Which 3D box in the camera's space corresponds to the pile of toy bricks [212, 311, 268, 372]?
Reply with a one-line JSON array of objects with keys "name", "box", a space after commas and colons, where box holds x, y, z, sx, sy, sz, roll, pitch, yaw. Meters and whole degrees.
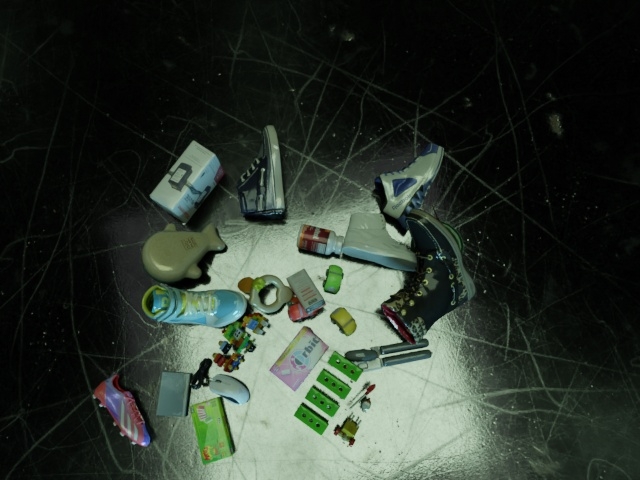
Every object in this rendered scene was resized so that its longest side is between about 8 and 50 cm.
[{"name": "pile of toy bricks", "box": [-0.280, 0.313, 1.569, 0.105, 0.118, 0.212, 32, 86, 39]}]

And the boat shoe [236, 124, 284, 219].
[{"name": "boat shoe", "box": [-0.218, -0.237, 1.679, 0.158, 0.127, 0.341, -5, 77, -8]}]

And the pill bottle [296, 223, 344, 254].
[{"name": "pill bottle", "box": [0.000, 0.000, 1.641, 0.151, 0.086, 0.086, 13, 77, 3]}]

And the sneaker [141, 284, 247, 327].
[{"name": "sneaker", "box": [-0.406, 0.203, 1.510, 0.318, 0.208, 0.127, -7, 73, 11]}]

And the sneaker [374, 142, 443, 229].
[{"name": "sneaker", "box": [0.291, -0.213, 1.668, 0.182, 0.127, 0.316, 25, 80, 5]}]

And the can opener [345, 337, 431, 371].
[{"name": "can opener", "box": [0.220, 0.371, 1.550, 0.280, 0.093, 0.074, -8, 75, -6]}]

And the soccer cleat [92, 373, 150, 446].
[{"name": "soccer cleat", "box": [-0.612, 0.537, 1.524, 0.248, 0.083, 0.095, 43, 76, 13]}]

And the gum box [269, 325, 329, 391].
[{"name": "gum box", "box": [-0.064, 0.377, 1.561, 0.107, 0.062, 0.188, 37, 80, 9]}]

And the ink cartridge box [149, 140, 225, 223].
[{"name": "ink cartridge box", "box": [-0.448, -0.194, 1.650, 0.100, 0.172, 0.237, 33, 79, 8]}]

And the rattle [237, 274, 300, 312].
[{"name": "rattle", "box": [-0.163, 0.188, 1.629, 0.199, 0.142, 0.130, 13, 65, -33]}]

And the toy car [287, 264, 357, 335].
[{"name": "toy car", "box": [0.028, 0.182, 1.598, 0.238, 0.053, 0.225, 17, 71, -6]}]

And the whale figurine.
[{"name": "whale figurine", "box": [-0.464, 0.043, 1.632, 0.272, 0.141, 0.216, -27, 76, -31]}]

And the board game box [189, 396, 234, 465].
[{"name": "board game box", "box": [-0.343, 0.598, 1.521, 0.092, 0.043, 0.181, -17, 76, -3]}]

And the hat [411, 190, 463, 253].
[{"name": "hat", "box": [0.392, -0.012, 1.587, 0.208, 0.183, 0.173, 35, 80, 9]}]

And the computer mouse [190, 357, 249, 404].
[{"name": "computer mouse", "box": [-0.314, 0.456, 1.540, 0.192, 0.042, 0.106, 24, 43, 2]}]

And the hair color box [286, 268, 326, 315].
[{"name": "hair color box", "box": [-0.047, 0.163, 1.549, 0.072, 0.043, 0.141, -28, 51, -8]}]

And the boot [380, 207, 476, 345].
[{"name": "boot", "box": [0.307, 0.120, 1.502, 0.284, 0.138, 0.377, -41, 118, -15]}]

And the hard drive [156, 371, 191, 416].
[{"name": "hard drive", "box": [-0.473, 0.496, 1.559, 0.094, 0.022, 0.135, 3, 77, 2]}]

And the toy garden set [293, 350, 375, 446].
[{"name": "toy garden set", "box": [0.066, 0.501, 1.513, 0.203, 0.049, 0.244, 33, 94, 8]}]

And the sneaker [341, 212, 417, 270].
[{"name": "sneaker", "box": [0.227, -0.006, 1.628, 0.292, 0.108, 0.169, 17, 65, -7]}]
